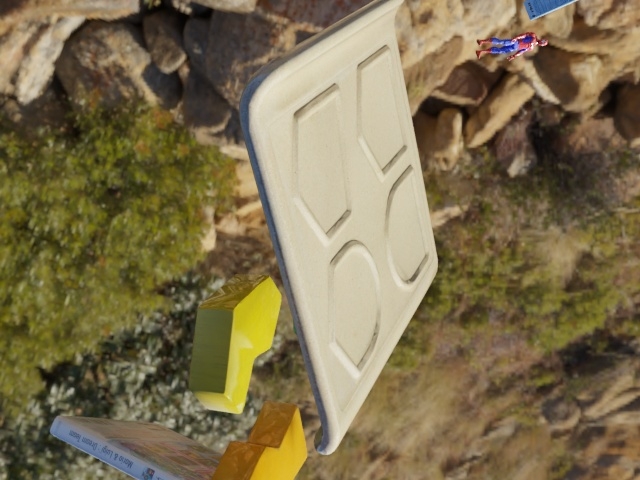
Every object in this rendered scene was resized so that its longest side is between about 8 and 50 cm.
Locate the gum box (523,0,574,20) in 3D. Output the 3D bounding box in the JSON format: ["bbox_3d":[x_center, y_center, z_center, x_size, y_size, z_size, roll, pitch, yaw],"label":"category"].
[{"bbox_3d":[0.488,-0.468,1.462,0.184,0.157,0.041,-11,107,55],"label":"gum box"}]

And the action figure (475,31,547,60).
[{"bbox_3d":[0.314,-0.319,1.320,0.115,0.030,0.038,-9,131,-3],"label":"action figure"}]

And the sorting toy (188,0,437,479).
[{"bbox_3d":[0.000,0.000,0.460,0.041,0.307,0.229,2,116,24],"label":"sorting toy"}]

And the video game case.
[{"bbox_3d":[-0.124,0.184,0.676,0.143,0.019,0.157,19,172,23],"label":"video game case"}]
